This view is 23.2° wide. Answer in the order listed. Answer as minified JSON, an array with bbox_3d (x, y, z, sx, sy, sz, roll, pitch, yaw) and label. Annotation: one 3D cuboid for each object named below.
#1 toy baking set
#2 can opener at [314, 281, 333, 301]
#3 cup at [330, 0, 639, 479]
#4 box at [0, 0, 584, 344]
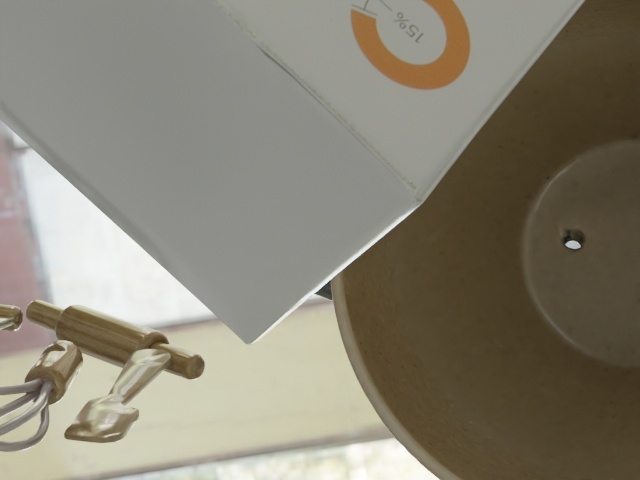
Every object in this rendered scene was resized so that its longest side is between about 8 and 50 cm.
[{"bbox_3d":[-0.173,0.081,0.932,0.197,0.256,0.030,-17,114,-50],"label":"toy baking set"},{"bbox_3d":[0.000,0.000,1.326,0.074,0.280,0.093,-60,-167,28],"label":"can opener"},{"bbox_3d":[0.197,0.009,1.032,0.237,0.331,0.331,-4,86,-73],"label":"cup"},{"bbox_3d":[0.017,-0.161,0.700,0.215,0.345,0.168,43,-34,-3],"label":"box"}]
